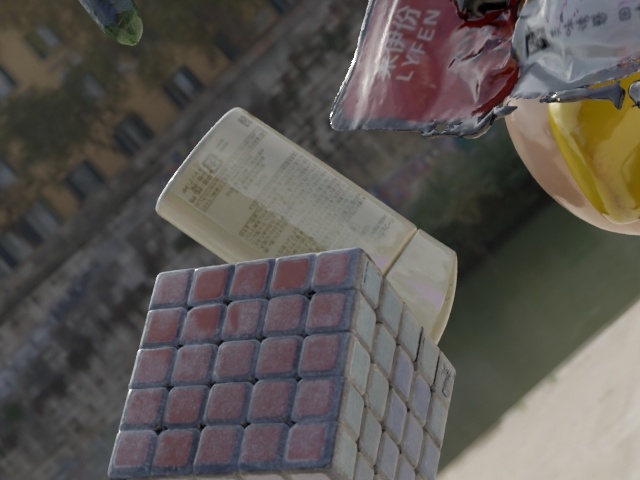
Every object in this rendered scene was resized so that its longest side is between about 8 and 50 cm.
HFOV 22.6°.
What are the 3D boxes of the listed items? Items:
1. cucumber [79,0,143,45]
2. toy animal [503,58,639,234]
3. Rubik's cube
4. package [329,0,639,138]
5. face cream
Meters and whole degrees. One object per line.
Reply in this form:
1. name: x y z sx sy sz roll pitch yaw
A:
1. cucumber: -0.263 -0.299 1.603 0.056 0.284 0.056 -36 -18 -14
2. toy animal: 0.285 -0.093 1.217 0.278 0.345 0.247 -55 29 -11
3. Rubik's cube: -0.030 0.171 1.536 0.238 0.237 0.237 -5 56 26
4. package: 0.126 -0.137 0.845 0.269 0.071 0.194 0 53 53
5. face cream: 0.000 0.000 1.815 0.173 0.348 0.081 -54 -4 -30
